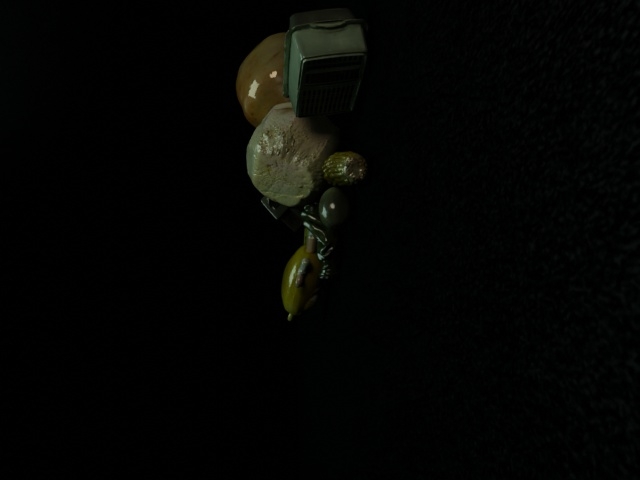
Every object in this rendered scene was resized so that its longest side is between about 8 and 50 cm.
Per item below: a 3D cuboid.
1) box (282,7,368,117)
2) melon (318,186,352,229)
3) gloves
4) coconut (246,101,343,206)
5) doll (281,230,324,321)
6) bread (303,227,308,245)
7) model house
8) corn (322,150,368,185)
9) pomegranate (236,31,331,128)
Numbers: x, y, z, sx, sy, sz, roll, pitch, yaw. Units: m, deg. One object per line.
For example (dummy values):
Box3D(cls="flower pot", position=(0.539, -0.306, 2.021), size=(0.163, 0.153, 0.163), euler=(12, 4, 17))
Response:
Box3D(cls="box", position=(0.008, -0.478, 1.326), size=(0.290, 0.221, 0.166), euler=(107, 151, -67))
Box3D(cls="melon", position=(0.043, -0.091, 1.375), size=(0.098, 0.098, 0.130), euler=(104, 172, -62))
Box3D(cls="gloves", position=(0.014, 0.001, 1.580), size=(0.135, 0.107, 0.267), euler=(66, -172, -86))
Box3D(cls="coconut", position=(-0.080, -0.301, 1.599), size=(0.297, 0.298, 0.309), euler=(100, -171, -51))
Box3D(cls="doll", position=(-0.041, 0.077, 1.883), size=(0.348, 0.161, 0.422), euler=(-63, -13, -45))
Box3D(cls="bread", position=(-0.034, -0.007, 2.143), size=(0.138, 0.077, 0.360), euler=(-99, 13, -66))
Box3D(cls="model house", position=(-0.116, -0.184, 1.777), size=(0.211, 0.243, 0.204), euler=(-46, 9, 7))
Box3D(cls="corn", position=(0.062, -0.189, 1.287), size=(0.320, 0.097, 0.096), euler=(-133, 46, -79))
Box3D(cls="pomegranate", position=(-0.106, -0.573, 1.814), size=(0.411, 0.412, 0.410), euler=(-177, 90, -84))
